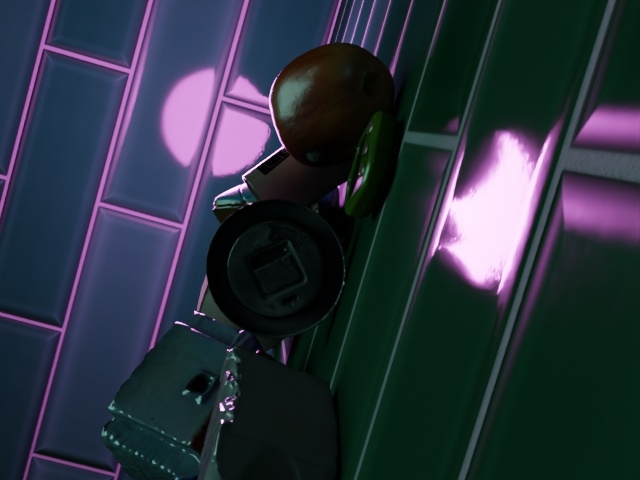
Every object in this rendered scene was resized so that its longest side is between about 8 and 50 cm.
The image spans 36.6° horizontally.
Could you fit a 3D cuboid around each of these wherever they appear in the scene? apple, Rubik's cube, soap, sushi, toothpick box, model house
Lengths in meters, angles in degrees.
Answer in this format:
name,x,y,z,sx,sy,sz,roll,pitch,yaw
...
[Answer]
name,x,y,z,sx,sy,sz,roll,pitch,yaw
apple,0.023,-0.210,1.482,0.199,0.199,0.199,-164,90,-84
Rubik's cube,-0.025,-0.069,1.768,0.254,0.254,0.254,-164,90,-84
soap,-0.090,0.323,1.218,0.258,0.159,0.302,-101,29,-69
sushi,0.000,0.000,1.612,0.150,0.078,0.090,113,170,-58
toothpick box,-0.027,-0.116,1.616,0.180,0.111,0.111,-36,3,-6
model house,-0.134,0.308,1.567,0.295,0.329,0.252,-53,-43,-30

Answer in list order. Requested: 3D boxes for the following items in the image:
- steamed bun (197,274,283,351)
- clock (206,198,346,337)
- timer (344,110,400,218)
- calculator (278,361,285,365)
name,x,y,z,sx,sy,sz,roll,pitch,yaw
steamed bun,-0.131,0.084,1.985,0.324,0.206,0.324,-164,90,-81
clock,-0.067,0.042,1.486,0.042,0.215,0.215,-77,3,-84
timer,0.073,-0.105,1.363,0.128,0.047,0.140,119,165,-60
calculator,-0.090,0.306,1.809,0.246,0.045,0.141,180,106,-84
